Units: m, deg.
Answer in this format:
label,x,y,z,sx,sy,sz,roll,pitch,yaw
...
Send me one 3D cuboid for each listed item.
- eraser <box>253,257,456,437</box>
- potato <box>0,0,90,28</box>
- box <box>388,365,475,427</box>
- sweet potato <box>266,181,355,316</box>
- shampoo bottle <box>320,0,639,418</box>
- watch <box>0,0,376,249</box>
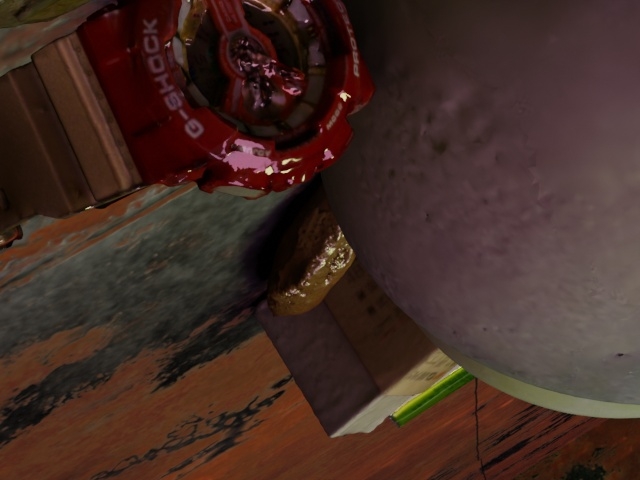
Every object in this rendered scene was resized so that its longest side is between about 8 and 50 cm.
label,x,y,z,sx,sy,sz,roll,pitch,yaw
eraser,0.105,0.008,0.924,0.343,0.144,0.078,-42,157,24
potato,-0.141,-0.126,0.340,0.248,0.143,0.169,-18,148,-31
box,0.181,0.026,1.068,0.345,0.134,0.097,-34,153,2
sweet potato,0.000,0.000,0.884,0.068,0.060,0.206,-65,179,-52
shampoo bottle,0.155,-0.085,0.576,0.322,0.322,0.317,-26,146,-14
watch,-0.092,-0.046,0.516,0.165,0.102,0.268,-25,-176,-43
